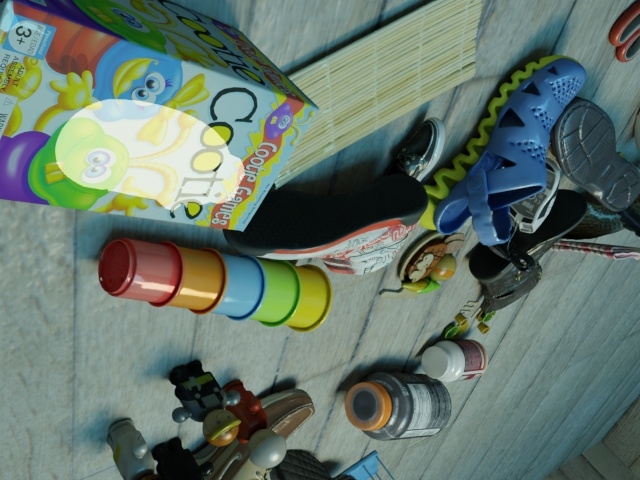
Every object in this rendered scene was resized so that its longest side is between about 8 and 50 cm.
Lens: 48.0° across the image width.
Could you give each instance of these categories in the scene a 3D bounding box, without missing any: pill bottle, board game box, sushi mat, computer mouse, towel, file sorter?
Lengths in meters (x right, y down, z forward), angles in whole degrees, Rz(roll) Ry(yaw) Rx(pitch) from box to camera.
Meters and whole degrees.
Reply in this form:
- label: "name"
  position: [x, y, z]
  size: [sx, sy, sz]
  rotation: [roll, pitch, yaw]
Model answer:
- label: "pill bottle"
  position: [0.148, 0.323, 1.409]
  size: [0.130, 0.130, 0.245]
  rotation: [-52, 145, 15]
- label: "board game box"
  position: [-0.162, -0.115, 0.574]
  size: [0.275, 0.142, 0.144]
  rotation: [7, 124, -49]
- label: "sushi mat"
  position: [0.066, -0.183, 0.842]
  size: [0.316, 0.019, 0.151]
  rotation: [-31, 145, -15]
- label: "computer mouse"
  position: [0.357, -0.051, 1.226]
  size: [0.042, 0.106, 0.193]
  rotation: [-4, 125, -45]
- label: "towel"
  position: [0.538, 0.021, 1.400]
  size: [0.144, 0.197, 0.029]
  rotation: [4, 93, -29]
- label: "file sorter"
  position: [0.092, 0.606, 1.701]
  size: [0.170, 0.104, 0.118]
  rotation: [-29, 146, -19]
- label: "pill bottle"
  position: [0.278, 0.250, 1.496]
  size: [0.152, 0.086, 0.086]
  rotation: [7, 124, -49]

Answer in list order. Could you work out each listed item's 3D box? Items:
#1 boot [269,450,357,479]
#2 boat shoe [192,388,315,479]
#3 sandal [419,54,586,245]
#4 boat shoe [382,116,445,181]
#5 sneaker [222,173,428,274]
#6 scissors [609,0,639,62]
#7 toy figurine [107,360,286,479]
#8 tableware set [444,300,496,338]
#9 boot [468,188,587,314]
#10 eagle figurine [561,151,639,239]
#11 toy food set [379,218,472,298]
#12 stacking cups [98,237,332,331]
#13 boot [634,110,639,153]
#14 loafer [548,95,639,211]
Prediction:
- label: "boot"
  position: [-0.061, 0.562, 1.493]
  size: [0.222, 0.118, 0.338]
  rotation: [-33, 136, 12]
- label: "boat shoe"
  position: [-0.132, 0.378, 1.197]
  size: [0.324, 0.116, 0.123]
  rotation: [-39, 147, -4]
- label: "sandal"
  position: [0.277, -0.114, 1.032]
  size: [0.126, 0.138, 0.317]
  rotation: [12, 118, -49]
- label: "boat shoe"
  position: [0.119, -0.102, 0.963]
  size: [0.040, 0.049, 0.142]
  rotation: [-6, 135, -41]
- label: "sneaker"
  position: [0.001, 0.001, 0.922]
  size: [0.270, 0.090, 0.145]
  rotation: [-13, 152, -22]
- label: "scissors"
  position: [0.561, -0.388, 1.106]
  size: [0.297, 0.021, 0.109]
  rotation: [-41, 145, 2]
- label: "toy figurine"
  position: [-0.175, 0.300, 1.034]
  size: [0.213, 0.148, 0.209]
  rotation: [-40, 147, -1]
- label: "tableware set"
  position: [0.320, 0.175, 1.511]
  size: [0.154, 0.024, 0.104]
  rotation: [13, 119, -52]
- label: "boot"
  position: [0.395, 0.028, 1.371]
  size: [0.263, 0.091, 0.229]
  rotation: [-36, 150, 7]
- label: "eagle figurine"
  position: [0.620, -0.064, 1.402]
  size: [0.298, 0.225, 0.226]
  rotation: [-40, 159, -21]
- label: "toy food set"
  position: [0.189, 0.036, 1.201]
  size: [0.132, 0.038, 0.192]
  rotation: [3, 126, -47]
- label: "stacking cups"
  position: [-0.117, 0.046, 0.870]
  size: [0.316, 0.096, 0.096]
  rotation: [19, 115, -48]
- label: "boot"
  position: [0.654, -0.259, 1.281]
  size: [0.123, 0.095, 0.258]
  rotation: [-23, 142, -15]
- label: "loafer"
  position: [0.439, -0.146, 1.202]
  size: [0.109, 0.095, 0.302]
  rotation: [-50, 132, 7]
